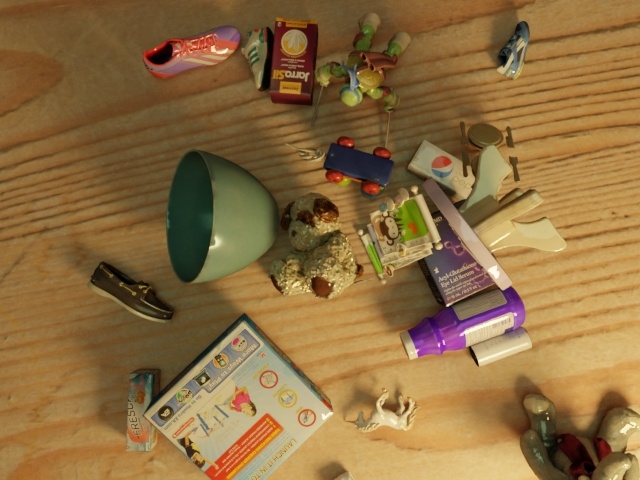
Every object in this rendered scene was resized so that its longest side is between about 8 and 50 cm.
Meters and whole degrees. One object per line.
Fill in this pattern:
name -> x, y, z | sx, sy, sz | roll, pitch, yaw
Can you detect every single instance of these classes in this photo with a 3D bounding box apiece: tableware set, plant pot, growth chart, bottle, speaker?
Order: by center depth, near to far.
plant pot -> -0.210, -0.048, 1.145 | 0.195, 0.290, 0.291 | 2, 86, -34
growth chart -> 0.176, -0.014, 1.159 | 0.021, 0.237, 0.172 | -22, 80, -40
bottle -> 0.326, 0.198, 1.169 | 0.282, 0.118, 0.092 | -21, 53, 1
tableware set -> 0.391, -0.200, 1.185 | 0.128, 0.039, 0.194 | 7, 53, 2
speaker -> 0.425, 0.252, 1.194 | 0.136, 0.055, 0.055 | -21, 86, 0

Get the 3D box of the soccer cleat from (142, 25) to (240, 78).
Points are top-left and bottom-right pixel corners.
soccer cleat -> -0.316, -0.471, 1.240 | 0.247, 0.095, 0.083 | -20, 86, 1

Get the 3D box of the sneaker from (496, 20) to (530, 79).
sneaker -> 0.473, -0.472, 1.237 | 0.059, 0.053, 0.144 | 13, 86, 5

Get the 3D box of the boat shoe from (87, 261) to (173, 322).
boat shoe -> -0.451, 0.126, 1.215 | 0.227, 0.081, 0.069 | 25, 92, 6

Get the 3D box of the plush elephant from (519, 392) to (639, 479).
plush elephant -> 0.575, 0.517, 1.072 | 0.271, 0.255, 0.330 | 16, 87, 3

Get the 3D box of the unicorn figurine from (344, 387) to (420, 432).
unicorn figurine -> 0.151, 0.409, 1.190 | 0.161, 0.060, 0.111 | 18, 87, 3

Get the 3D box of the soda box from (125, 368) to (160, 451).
soda box -> -0.424, 0.405, 1.207 | 0.058, 0.063, 0.183 | 1, 86, 0

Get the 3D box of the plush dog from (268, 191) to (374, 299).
plush dog -> 0.000, 0.000, 1.161 | 0.210, 0.262, 0.226 | -17, 97, -32

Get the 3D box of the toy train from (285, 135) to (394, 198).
toy train -> 0.044, -0.174, 1.194 | 0.247, 0.143, 0.105 | 18, 79, 8

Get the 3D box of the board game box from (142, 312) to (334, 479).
board game box -> -0.183, 0.384, 1.161 | 0.308, 0.086, 0.302 | -43, 98, -1

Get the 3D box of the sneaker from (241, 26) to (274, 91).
sneaker -> -0.161, -0.452, 1.261 | 0.075, 0.057, 0.162 | 3, 88, 19

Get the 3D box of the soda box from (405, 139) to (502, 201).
soda box -> 0.318, -0.153, 1.214 | 0.216, 0.069, 0.074 | 31, 88, 4

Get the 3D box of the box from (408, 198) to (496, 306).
box -> 0.308, 0.029, 1.184 | 0.153, 0.108, 0.207 | -26, 87, 1

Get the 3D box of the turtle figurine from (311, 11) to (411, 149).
turtle figurine -> 0.097, -0.390, 1.221 | 0.197, 0.275, 0.266 | 16, 66, 25

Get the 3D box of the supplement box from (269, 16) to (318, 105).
supplement box -> -0.064, -0.437, 1.237 | 0.103, 0.081, 0.188 | 5, 87, 2

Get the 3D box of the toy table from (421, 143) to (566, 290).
toy table -> 0.353, -0.053, 1.025 | 0.160, 0.252, 0.274 | -37, 99, 15

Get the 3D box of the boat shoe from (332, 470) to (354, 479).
boat shoe -> 0.101, 0.628, 1.182 | 0.063, 0.066, 0.184 | -39, 77, 0
